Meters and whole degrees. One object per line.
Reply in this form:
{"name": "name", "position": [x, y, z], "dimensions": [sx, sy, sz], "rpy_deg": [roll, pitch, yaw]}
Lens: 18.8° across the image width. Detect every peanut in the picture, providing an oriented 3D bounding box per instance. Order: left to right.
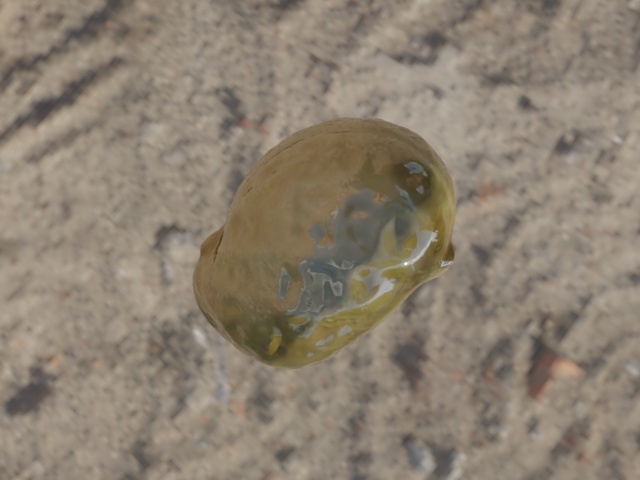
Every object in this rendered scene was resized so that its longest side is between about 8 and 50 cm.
{"name": "peanut", "position": [0.000, 0.000, 1.040], "dimensions": [0.159, 0.140, 0.109], "rpy_deg": [-37, 95, 21]}
